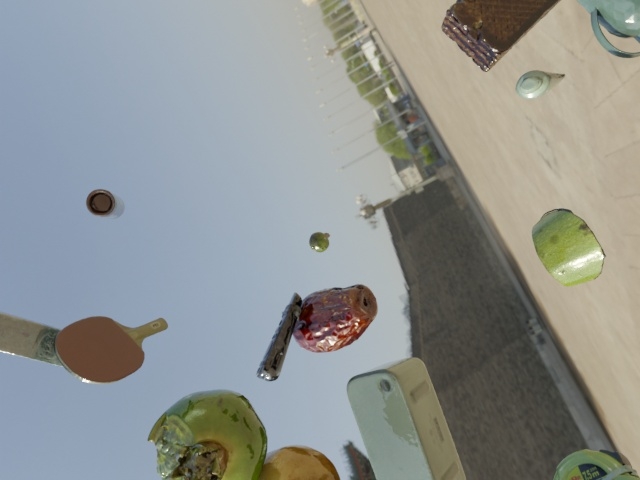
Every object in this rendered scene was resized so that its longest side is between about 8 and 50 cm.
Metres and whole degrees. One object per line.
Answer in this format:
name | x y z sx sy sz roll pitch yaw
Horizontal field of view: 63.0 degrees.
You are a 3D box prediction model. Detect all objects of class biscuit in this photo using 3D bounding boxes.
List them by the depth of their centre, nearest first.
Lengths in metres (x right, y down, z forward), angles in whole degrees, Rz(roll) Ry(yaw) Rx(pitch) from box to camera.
biscuit | 0.351 -0.425 0.817 0.107 0.388 0.073 45 169 3

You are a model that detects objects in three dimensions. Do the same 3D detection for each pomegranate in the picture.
pomegranate | -0.210 0.402 0.995 0.236 0.236 0.302 64 163 7
pomegranate | -0.057 0.556 1.133 0.233 0.233 0.233 56 -164 -25
pomegranate | -0.004 -0.002 1.787 0.073 0.073 0.085 48 -138 -44

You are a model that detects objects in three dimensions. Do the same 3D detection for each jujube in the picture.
jujube | 0.035 0.231 1.554 0.197 0.290 0.197 29 -134 -34

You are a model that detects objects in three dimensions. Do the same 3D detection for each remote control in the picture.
remote control | -0.104 0.277 1.498 0.066 0.090 0.266 28 -111 -12

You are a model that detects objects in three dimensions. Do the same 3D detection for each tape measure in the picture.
tape measure | 0.477 0.438 0.890 0.087 0.177 0.154 34 -156 -27

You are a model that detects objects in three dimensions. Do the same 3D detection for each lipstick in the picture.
lipstick | -0.606 0.148 0.919 0.317 0.068 0.066 26 -107 -30

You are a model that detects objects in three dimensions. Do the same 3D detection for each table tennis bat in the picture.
table tennis bat | -0.371 0.187 0.961 0.138 0.022 0.246 44 -159 12

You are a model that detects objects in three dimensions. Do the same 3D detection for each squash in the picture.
squash | 0.563 0.021 1.224 0.192 0.085 0.184 62 172 15

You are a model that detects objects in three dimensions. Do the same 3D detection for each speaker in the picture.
speaker | 0.239 0.526 1.402 0.184 0.183 0.406 -9 -103 -54

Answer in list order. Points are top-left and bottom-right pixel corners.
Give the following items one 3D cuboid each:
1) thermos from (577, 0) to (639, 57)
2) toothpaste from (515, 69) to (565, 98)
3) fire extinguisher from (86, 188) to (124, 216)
thermos | 0.719 -0.560 1.243 0.286 0.182 0.145 49 -178 4
toothpaste | 0.321 -0.230 0.767 0.255 0.067 0.037 -32 -80 -59
fire extinguisher | -0.588 -0.101 1.417 0.099 0.071 0.231 26 175 -13
